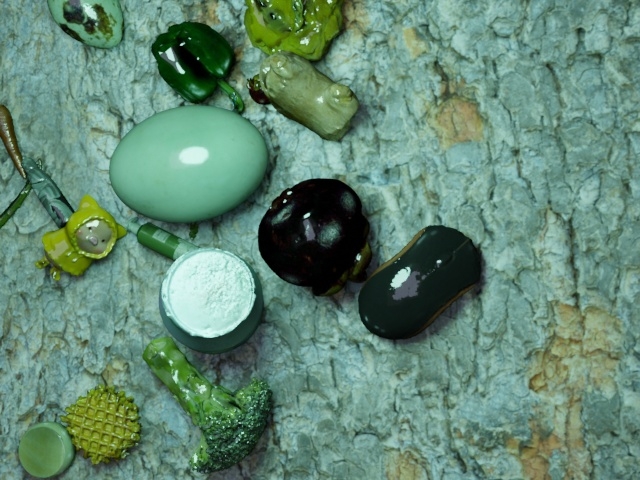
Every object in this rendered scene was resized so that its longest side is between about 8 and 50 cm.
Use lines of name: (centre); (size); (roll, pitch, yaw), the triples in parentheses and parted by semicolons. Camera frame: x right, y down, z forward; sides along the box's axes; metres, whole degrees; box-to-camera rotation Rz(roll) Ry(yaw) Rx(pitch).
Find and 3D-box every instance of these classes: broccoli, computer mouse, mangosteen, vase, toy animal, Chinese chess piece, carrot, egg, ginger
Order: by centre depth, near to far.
mangosteen: (-0.005, -0.001, 1.703); (0.233, 0.287, 0.288); (-7, 86, 20)
computer mouse: (0.228, 0.101, 1.711); (0.323, 0.116, 0.183); (-43, 85, 5)
ginger: (-0.020, -0.345, 1.728); (0.221, 0.275, 0.130); (17, 72, 52)
egg: (-0.314, -0.180, 1.748); (0.389, 0.276, 0.276); (-13, 85, 10)
broccoli: (-0.277, 0.369, 1.768); (0.252, 0.221, 0.361); (-40, 78, 43)
mangosteen: (-0.143, -0.377, 1.826); (0.081, 0.081, 0.081); (-1, 87, 11)
toy animal: (-0.618, 0.006, 1.867); (0.230, 0.156, 0.156); (-38, 81, 5)
egg: (-0.598, -0.593, 1.884); (0.169, 0.169, 0.231); (-40, 93, 6)
Chinese chess piece: (-0.706, 0.541, 1.897); (0.144, 0.058, 0.144); (0, 89, 10)
vase: (-0.716, -0.129, 1.925); (0.060, 0.060, 0.211); (-35, 87, 7)
carrot: (-0.834, -0.264, 1.976); (0.048, 0.048, 0.216); (-20, 88, 9)

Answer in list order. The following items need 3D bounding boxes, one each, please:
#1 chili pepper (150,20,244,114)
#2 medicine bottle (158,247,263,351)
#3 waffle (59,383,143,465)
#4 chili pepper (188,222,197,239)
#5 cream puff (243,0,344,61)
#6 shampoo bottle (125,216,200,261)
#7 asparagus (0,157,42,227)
chili pepper: (-0.292, -0.416, 1.821); (0.165, 0.261, 0.174); (21, 72, 51)
medicine bottle: (-0.248, 0.134, 1.682); (0.245, 0.290, 0.245); (1, 78, -6)
waffle: (-0.548, 0.469, 1.866); (0.193, 0.070, 0.197); (-44, 83, 6)
chili pepper: (-0.321, -0.042, 1.871); (0.027, 0.022, 0.083); (16, 86, 13)
cream puff: (-0.071, -0.567, 1.770); (0.281, 0.185, 0.282); (-1, 86, 8)
shampoo bottle: (-0.405, 0.000, 1.868); (0.204, 0.065, 0.065); (25, 92, 12)
asparagus: (-0.808, -0.119, 1.968); (0.034, 0.027, 0.236); (37, 95, 0)
